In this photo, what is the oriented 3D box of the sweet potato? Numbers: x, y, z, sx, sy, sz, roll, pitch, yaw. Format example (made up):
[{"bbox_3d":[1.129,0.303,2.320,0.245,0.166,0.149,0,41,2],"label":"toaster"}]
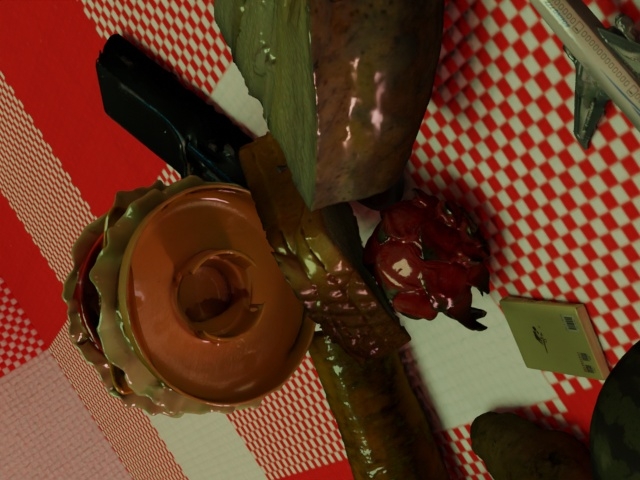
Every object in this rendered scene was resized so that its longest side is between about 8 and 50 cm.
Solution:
[{"bbox_3d":[0.263,0.275,1.133,0.422,0.130,0.131,40,151,47],"label":"sweet potato"}]

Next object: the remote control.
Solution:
[{"bbox_3d":[-0.162,-0.120,1.507,0.398,0.062,0.145,39,148,33],"label":"remote control"}]

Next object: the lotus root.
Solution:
[{"bbox_3d":[0.011,-0.215,0.995,0.260,0.149,0.267,98,152,-49],"label":"lotus root"}]

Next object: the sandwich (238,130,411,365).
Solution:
[{"bbox_3d":[0.000,0.000,1.195,0.186,0.065,0.215,52,-168,-43],"label":"sandwich"}]

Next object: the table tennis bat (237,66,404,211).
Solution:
[{"bbox_3d":[0.000,-0.125,1.241,0.244,0.040,0.153,44,158,20],"label":"table tennis bat"}]

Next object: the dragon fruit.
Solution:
[{"bbox_3d":[0.104,0.016,1.132,0.121,0.130,0.142,4,129,19],"label":"dragon fruit"}]

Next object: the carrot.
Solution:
[{"bbox_3d":[0.070,0.216,1.415,0.114,0.114,0.302,12,127,57],"label":"carrot"}]

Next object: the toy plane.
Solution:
[{"bbox_3d":[0.214,-0.111,0.833,0.226,0.058,0.226,57,165,-5],"label":"toy plane"}]

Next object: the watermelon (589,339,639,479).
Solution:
[{"bbox_3d":[0.291,0.149,0.821,0.212,0.212,0.212,42,151,30],"label":"watermelon"}]

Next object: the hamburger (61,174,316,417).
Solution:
[{"bbox_3d":[-0.153,0.064,1.334,0.212,0.274,0.274,-5,115,58],"label":"hamburger"}]

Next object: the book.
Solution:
[{"bbox_3d":[0.219,0.090,1.111,0.111,0.014,0.077,3,120,60],"label":"book"}]
